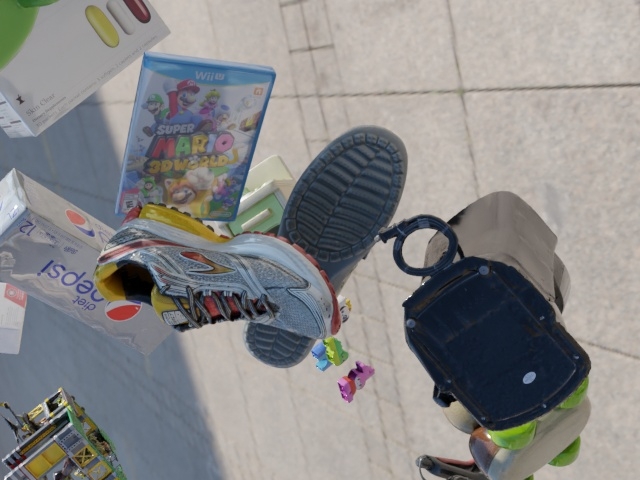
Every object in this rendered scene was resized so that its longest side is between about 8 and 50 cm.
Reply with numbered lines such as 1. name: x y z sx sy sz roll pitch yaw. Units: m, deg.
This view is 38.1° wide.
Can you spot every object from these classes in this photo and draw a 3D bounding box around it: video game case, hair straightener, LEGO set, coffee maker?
1. video game case: -0.117 -0.089 0.848 0.015 0.119 0.166 -116 36 -48
2. hair straightener: 0.221 0.343 1.318 0.047 0.230 0.089 -53 40 14
3. LEGO set: -0.544 0.465 1.920 0.255 0.192 0.331 57 168 -30
4. LEGO set: 0.033 0.157 1.582 0.087 0.093 0.227 32 149 41
5. coffee maker: 0.129 0.028 0.712 0.178 0.120 0.171 -61 -46 -68

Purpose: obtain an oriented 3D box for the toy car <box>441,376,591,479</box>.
1. toy car: 0.200 0.178 1.071 0.188 0.149 0.155 43 157 37

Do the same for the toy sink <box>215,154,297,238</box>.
1. toy sink: -0.103 -0.037 1.818 0.234 0.153 0.131 60 -163 6

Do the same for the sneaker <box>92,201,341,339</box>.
1. sneaker: -0.086 0.044 0.763 0.225 0.093 0.088 13 137 24

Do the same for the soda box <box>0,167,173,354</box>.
1. soda box: -0.292 0.033 1.145 0.286 0.098 0.091 37 -167 -44

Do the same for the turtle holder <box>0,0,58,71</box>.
1. turtle holder: -0.412 -0.228 0.862 0.227 0.243 0.320 13 80 32

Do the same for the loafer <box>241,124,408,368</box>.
1. loafer: 0.000 0.000 0.884 0.251 0.094 0.087 -59 3 15

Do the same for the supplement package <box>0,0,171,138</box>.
1. supplement package: -0.396 -0.291 1.411 0.145 0.262 0.204 54 160 -21

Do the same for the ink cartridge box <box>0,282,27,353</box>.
1. ink cartridge box: -0.624 0.129 1.627 0.115 0.198 0.067 -100 24 -49
